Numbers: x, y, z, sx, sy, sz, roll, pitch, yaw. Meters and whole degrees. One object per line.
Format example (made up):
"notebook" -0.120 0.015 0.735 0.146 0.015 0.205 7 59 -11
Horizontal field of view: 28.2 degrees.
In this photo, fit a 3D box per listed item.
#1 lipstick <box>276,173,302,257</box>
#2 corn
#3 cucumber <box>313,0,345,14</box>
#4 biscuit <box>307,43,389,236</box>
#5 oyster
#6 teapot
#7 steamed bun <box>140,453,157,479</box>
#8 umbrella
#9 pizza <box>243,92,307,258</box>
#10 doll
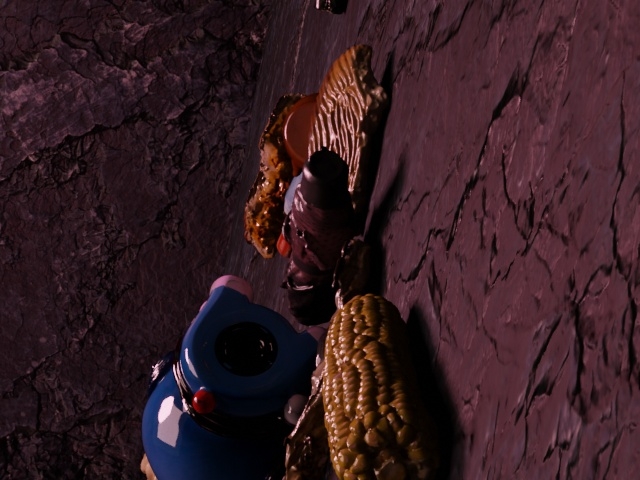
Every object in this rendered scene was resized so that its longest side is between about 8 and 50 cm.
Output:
"lipstick" -0.025 -0.050 1.960 0.274 0.068 0.061 116 165 -58
"corn" 0.050 0.132 1.172 0.292 0.101 0.101 -93 15 -64
"cucumber" 0.031 -0.462 2.096 0.058 0.058 0.187 -95 17 -60
"biscuit" 0.035 -0.122 1.634 0.176 0.031 0.229 -34 60 53
"oyster" 0.013 0.158 1.464 0.129 0.078 0.345 119 166 -68
"teapot" 0.011 -0.152 1.762 0.173 0.116 0.116 -50 17 15
"steamed bun" -0.215 0.395 2.230 0.189 0.247 0.428 -43 -38 -82
"umbrella" 0.000 0.000 1.578 0.094 0.090 0.326 -40 -23 -29
"pizza" -0.065 -0.112 2.257 0.161 0.085 0.305 -29 -46 -72
"doll" -0.112 0.225 1.671 0.240 0.284 0.310 -36 -24 -31
